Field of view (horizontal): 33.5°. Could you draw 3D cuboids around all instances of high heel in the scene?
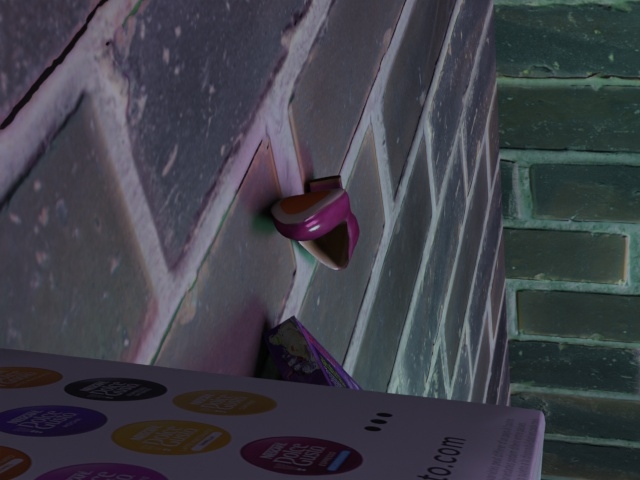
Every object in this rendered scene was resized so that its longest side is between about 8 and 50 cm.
[{"bbox_3d":[0.000,0.000,1.185,0.244,0.082,0.117,-70,150,-79],"label":"high heel"}]

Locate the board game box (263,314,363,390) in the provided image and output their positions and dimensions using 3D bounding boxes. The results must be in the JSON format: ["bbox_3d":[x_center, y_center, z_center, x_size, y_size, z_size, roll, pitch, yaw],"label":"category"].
[{"bbox_3d":[0.058,0.242,1.206,0.347,0.056,0.208,52,11,-52],"label":"board game box"}]

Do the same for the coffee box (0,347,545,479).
[{"bbox_3d":[-0.097,0.252,0.436,0.337,0.334,0.338,-18,112,-74],"label":"coffee box"}]
